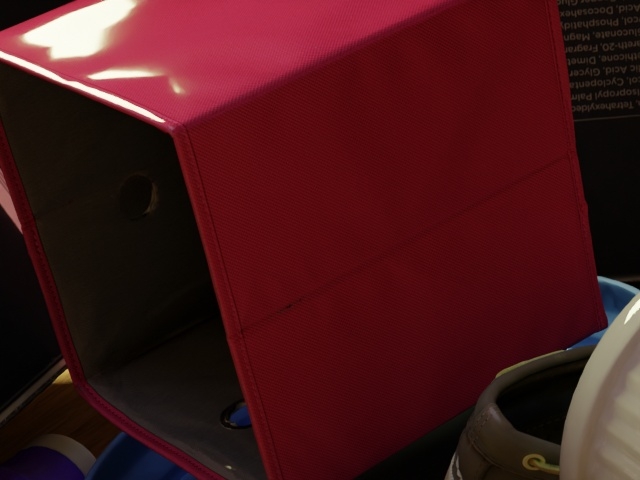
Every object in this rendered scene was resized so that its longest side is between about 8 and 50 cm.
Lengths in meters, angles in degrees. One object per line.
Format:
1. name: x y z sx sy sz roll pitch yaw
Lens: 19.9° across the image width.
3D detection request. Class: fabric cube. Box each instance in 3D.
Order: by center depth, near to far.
1. fabric cube: -0.018 -0.030 1.106 0.258 0.259 0.254 -28 29 -27

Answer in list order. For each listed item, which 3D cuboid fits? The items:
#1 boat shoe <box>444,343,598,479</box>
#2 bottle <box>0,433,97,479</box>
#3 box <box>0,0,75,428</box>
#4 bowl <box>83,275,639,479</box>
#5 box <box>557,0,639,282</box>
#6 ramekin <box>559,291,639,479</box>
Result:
1. boat shoe: 0.215 0.093 0.943 0.305 0.091 0.109 -9 49 -14
2. bottle: -0.230 0.215 1.121 0.092 0.118 0.283 -31 8 34
3. box: -0.372 0.025 1.395 0.471 0.297 0.480 -32 8 32
4. bowl: 0.040 0.136 1.149 0.391 0.077 0.391 -18 16 5
5. box: 0.234 -0.201 1.404 0.212 0.395 0.293 -5 18 9
6. ramekin: 0.223 0.106 0.833 0.207 0.207 0.109 -23 25 -14
